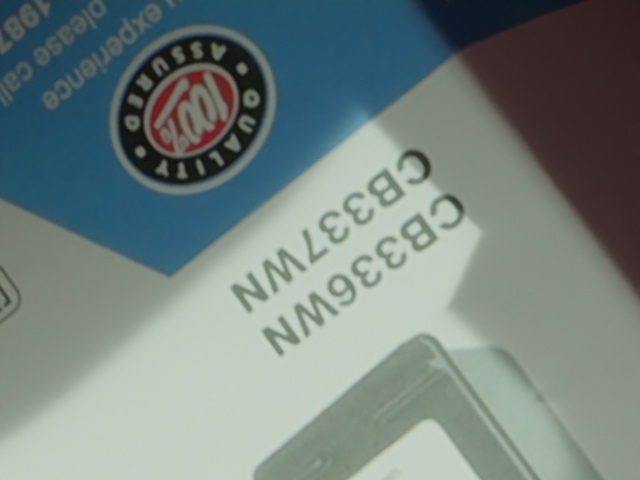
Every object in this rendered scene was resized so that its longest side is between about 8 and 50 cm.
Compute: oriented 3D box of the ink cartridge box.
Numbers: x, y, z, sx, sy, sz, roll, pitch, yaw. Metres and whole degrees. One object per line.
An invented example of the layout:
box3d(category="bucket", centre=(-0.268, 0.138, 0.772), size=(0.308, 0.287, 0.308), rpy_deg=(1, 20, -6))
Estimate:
box3d(category="ink cartridge box", centre=(0.024, 0.068, 0.430), size=(0.198, 0.270, 0.197), rpy_deg=(-38, 177, 20))
